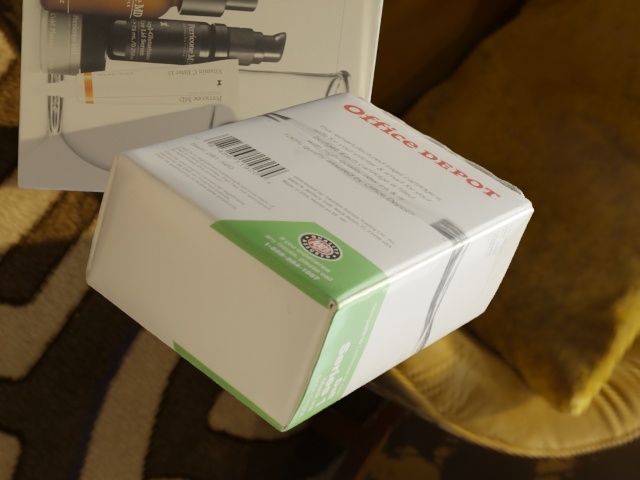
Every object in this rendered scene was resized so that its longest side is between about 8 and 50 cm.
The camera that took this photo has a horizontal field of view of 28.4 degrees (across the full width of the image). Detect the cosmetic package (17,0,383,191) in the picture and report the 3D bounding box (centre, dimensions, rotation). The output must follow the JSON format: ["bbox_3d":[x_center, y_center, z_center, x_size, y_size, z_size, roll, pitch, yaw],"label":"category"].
[{"bbox_3d":[-0.093,-0.223,1.015,0.284,0.097,0.377,1,111,-13],"label":"cosmetic package"}]

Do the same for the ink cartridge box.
[{"bbox_3d":[0.000,0.000,0.750,0.219,0.160,0.092,-21,139,-51],"label":"ink cartridge box"}]
